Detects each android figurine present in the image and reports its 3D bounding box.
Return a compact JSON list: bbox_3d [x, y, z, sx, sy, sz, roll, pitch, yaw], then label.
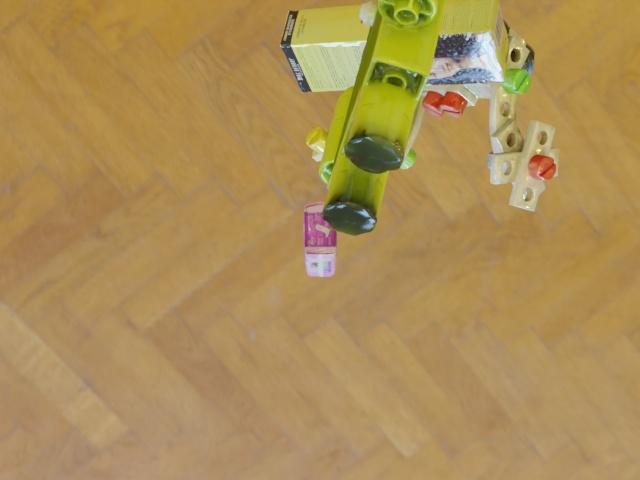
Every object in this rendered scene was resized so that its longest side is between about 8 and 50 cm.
[{"bbox_3d":[0.053,-0.146,1.009,0.056,0.273,0.248,15,148,-3],"label":"android figurine"}]

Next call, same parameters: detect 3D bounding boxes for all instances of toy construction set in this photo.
[{"bbox_3d":[0.149,-0.159,1.582,0.151,0.328,0.215,40,74,-50],"label":"toy construction set"}]

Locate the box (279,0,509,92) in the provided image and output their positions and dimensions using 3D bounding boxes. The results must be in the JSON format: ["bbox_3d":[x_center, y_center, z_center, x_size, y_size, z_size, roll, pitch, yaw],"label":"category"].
[{"bbox_3d":[0.080,-0.210,1.406,0.232,0.058,0.087,-1,146,21],"label":"box"}]

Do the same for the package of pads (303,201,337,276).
[{"bbox_3d":[0.000,0.000,1.213,0.032,0.083,0.050,-2,74,1],"label":"package of pads"}]
